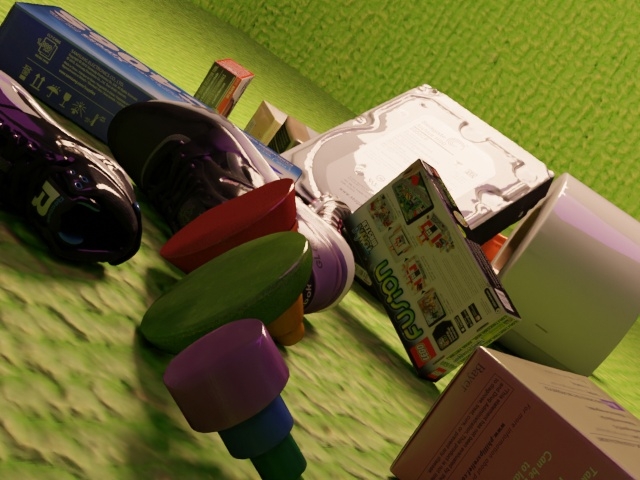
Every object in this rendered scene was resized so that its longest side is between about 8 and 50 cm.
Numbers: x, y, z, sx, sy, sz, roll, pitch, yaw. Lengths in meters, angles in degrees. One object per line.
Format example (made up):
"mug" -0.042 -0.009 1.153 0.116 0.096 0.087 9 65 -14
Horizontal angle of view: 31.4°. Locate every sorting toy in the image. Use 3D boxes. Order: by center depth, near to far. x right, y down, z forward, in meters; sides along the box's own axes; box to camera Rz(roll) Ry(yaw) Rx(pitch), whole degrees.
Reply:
"sorting toy" -0.041 0.069 0.804 0.126 0.127 0.365 62 5 -18

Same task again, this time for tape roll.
"tape roll" 0.328 0.053 1.536 0.169 0.246 0.246 35 10 2

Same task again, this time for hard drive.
"hard drive" 0.114 -0.072 1.452 0.237 0.064 0.339 40 45 23

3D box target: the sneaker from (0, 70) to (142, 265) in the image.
"sneaker" -0.213 -0.057 0.801 0.217 0.079 0.121 30 9 -30

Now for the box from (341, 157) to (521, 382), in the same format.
"box" 0.109 0.028 1.163 0.036 0.114 0.207 25 33 -49

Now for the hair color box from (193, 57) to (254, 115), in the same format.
"hair color box" -0.152 -0.224 1.732 0.053 0.093 0.167 34 11 -2

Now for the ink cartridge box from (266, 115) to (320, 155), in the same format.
"ink cartridge box" 0.032 -0.069 1.612 0.234 0.088 0.193 31 12 -13

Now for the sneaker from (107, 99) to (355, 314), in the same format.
"sneaker" -0.098 -0.039 1.033 0.283 0.107 0.124 37 17 16

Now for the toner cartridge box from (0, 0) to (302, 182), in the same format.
"toner cartridge box" -0.187 -0.136 1.263 0.347 0.075 0.165 34 11 -3

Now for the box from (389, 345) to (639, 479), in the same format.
"box" 0.211 0.205 0.825 0.243 0.117 0.213 40 11 34

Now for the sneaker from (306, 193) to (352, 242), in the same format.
"sneaker" 0.000 0.000 1.243 0.075 0.063 0.170 42 24 11

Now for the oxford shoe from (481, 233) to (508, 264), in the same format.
"oxford shoe" 0.310 0.056 1.814 0.363 0.130 0.133 34 4 -3

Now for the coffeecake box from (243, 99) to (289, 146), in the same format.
"coffeecake box" -0.022 -0.132 1.783 0.185 0.068 0.142 31 10 -18
